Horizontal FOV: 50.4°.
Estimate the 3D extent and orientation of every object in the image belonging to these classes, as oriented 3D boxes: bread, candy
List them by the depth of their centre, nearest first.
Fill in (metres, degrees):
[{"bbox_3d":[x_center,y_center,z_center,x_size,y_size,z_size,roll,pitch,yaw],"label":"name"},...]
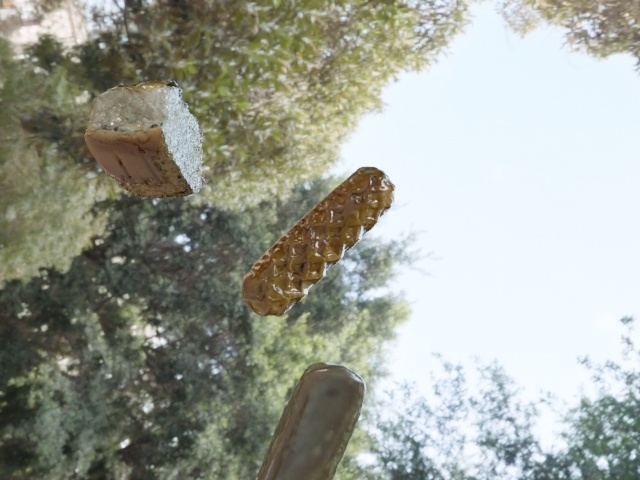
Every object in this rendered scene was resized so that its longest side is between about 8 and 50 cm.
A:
[{"bbox_3d":[-0.138,-0.076,0.543,0.083,0.070,0.076,61,23,-55],"label":"bread"},{"bbox_3d":[0.000,0.000,0.544,0.044,0.157,0.052,52,-12,-26],"label":"bread"},{"bbox_3d":[-0.015,0.295,1.014,0.102,0.234,0.104,23,-11,-4],"label":"candy"}]
